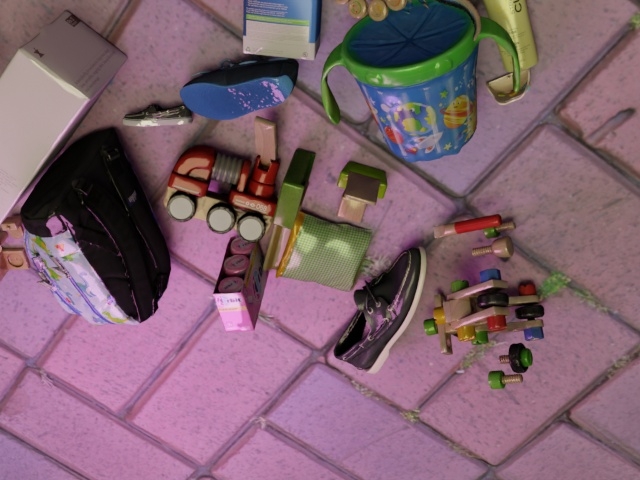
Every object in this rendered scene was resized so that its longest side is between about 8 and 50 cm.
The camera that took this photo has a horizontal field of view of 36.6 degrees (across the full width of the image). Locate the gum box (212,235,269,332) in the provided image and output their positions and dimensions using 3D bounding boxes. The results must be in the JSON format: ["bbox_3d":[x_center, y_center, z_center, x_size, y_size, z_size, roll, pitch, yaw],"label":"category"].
[{"bbox_3d":[-0.159,0.084,1.977,0.062,0.188,0.107,-5,128,13],"label":"gum box"}]

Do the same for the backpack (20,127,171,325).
[{"bbox_3d":[-0.441,0.009,1.947,0.273,0.290,0.355,-18,124,30],"label":"backpack"}]

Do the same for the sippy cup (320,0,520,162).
[{"bbox_3d":[0.174,-0.267,1.682,0.305,0.240,0.224,20,144,39],"label":"sippy cup"}]

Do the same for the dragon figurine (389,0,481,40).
[{"bbox_3d":[0.159,-0.429,1.597,0.144,0.085,0.289,-34,87,39],"label":"dragon figurine"}]

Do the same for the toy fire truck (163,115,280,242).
[{"bbox_3d":[-0.173,-0.138,1.878,0.217,0.158,0.246,17,104,-7],"label":"toy fire truck"}]

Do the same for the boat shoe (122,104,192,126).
[{"bbox_3d":[-0.317,-0.245,1.884,0.142,0.049,0.040,-1,103,9],"label":"boat shoe"}]

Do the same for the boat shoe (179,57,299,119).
[{"bbox_3d":[-0.142,-0.282,1.793,0.258,0.089,0.109,3,138,32],"label":"boat shoe"}]

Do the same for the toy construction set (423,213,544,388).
[{"bbox_3d":[0.285,0.111,1.911,0.237,0.257,0.309,-10,99,31],"label":"toy construction set"}]

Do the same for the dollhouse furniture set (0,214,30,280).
[{"bbox_3d":[-0.647,0.032,2.069,0.151,0.123,0.144,-2,122,12],"label":"dollhouse furniture set"}]

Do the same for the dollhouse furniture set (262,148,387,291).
[{"bbox_3d":[0.000,0.000,1.908,0.197,0.151,0.301,16,123,-1],"label":"dollhouse furniture set"}]

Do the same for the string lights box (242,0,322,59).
[{"bbox_3d":[-0.063,-0.453,1.682,0.133,0.077,0.260,7,123,5],"label":"string lights box"}]

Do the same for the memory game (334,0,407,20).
[{"bbox_3d":[0.080,-0.452,1.583,0.186,0.012,0.186,13,113,32],"label":"memory game"}]

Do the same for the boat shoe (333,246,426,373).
[{"bbox_3d":[0.114,0.139,1.994,0.113,0.127,0.340,14,134,-12],"label":"boat shoe"}]

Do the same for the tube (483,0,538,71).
[{"bbox_3d":[0.313,-0.408,1.654,0.070,0.062,0.240,-28,115,-17],"label":"tube"}]

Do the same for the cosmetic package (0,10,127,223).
[{"bbox_3d":[-0.553,-0.225,1.838,0.156,0.217,0.385,39,123,-13],"label":"cosmetic package"}]

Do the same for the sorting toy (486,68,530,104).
[{"bbox_3d":[0.341,-0.266,1.725,0.083,0.075,0.045,-20,116,22],"label":"sorting toy"}]
